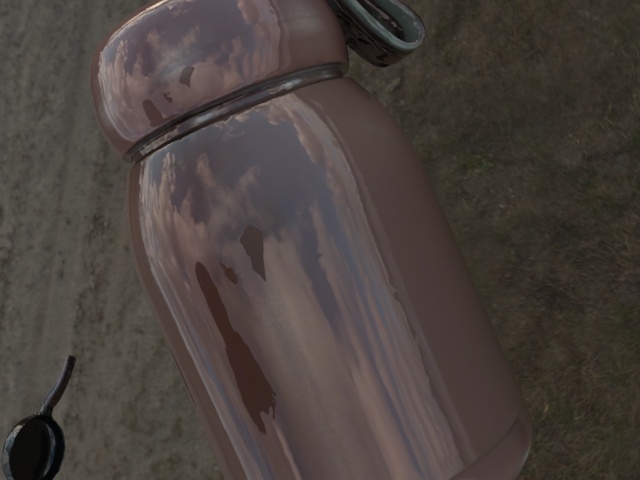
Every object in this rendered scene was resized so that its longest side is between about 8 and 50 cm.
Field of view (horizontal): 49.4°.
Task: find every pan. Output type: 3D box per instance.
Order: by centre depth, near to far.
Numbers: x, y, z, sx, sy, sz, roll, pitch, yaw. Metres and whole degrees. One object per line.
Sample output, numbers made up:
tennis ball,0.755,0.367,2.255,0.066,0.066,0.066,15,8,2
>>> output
pan,-0.438,0.282,1.097,0.040,0.115,0.212,4,70,24

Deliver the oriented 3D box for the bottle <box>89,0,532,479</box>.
bottle,0.000,0.000,0.396,0.206,0.173,0.296,-25,92,-17
